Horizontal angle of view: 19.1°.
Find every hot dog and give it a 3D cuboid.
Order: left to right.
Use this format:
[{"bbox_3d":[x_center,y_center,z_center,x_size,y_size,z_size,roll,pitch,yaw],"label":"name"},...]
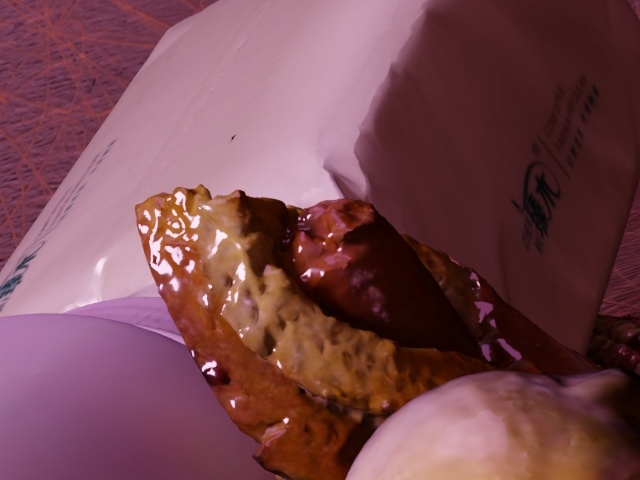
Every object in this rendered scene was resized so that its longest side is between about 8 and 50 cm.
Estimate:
[{"bbox_3d":[0.052,0.068,0.564,0.093,0.261,0.123,-36,38,2],"label":"hot dog"}]

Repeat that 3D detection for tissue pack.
[{"bbox_3d":[0.000,0.000,0.988,0.297,0.207,0.380,-26,23,31],"label":"tissue pack"}]

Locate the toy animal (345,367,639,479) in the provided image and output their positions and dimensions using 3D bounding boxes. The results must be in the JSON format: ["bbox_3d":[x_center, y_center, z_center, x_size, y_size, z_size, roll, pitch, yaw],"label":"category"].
[{"bbox_3d":[0.105,0.108,0.471,0.233,0.168,0.121,-5,-5,-40],"label":"toy animal"}]

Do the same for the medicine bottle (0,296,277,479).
[{"bbox_3d":[-0.096,0.137,0.549,0.213,0.213,0.379,-17,6,12],"label":"medicine bottle"}]

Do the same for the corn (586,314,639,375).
[{"bbox_3d":[0.124,0.083,1.040,0.098,0.098,0.290,-21,9,-26],"label":"corn"}]
